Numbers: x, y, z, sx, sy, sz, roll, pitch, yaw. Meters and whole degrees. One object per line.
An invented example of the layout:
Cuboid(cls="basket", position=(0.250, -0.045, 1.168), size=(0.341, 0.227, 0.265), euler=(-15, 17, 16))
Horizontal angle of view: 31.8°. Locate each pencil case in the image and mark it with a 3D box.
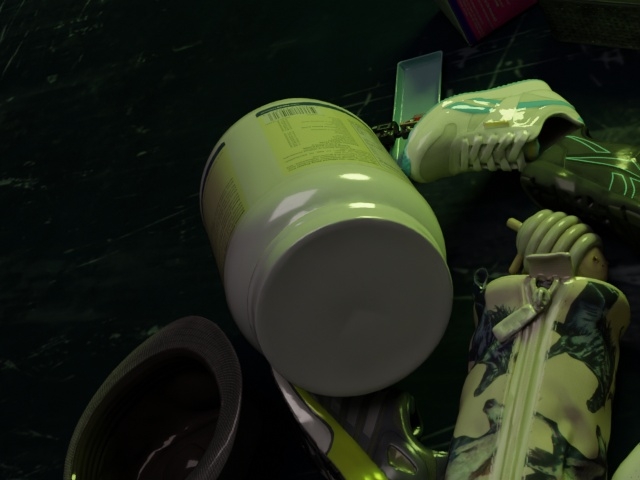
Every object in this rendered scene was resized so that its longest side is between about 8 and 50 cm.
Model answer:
Cuboid(cls="pencil case", position=(0.183, 0.221, 1.023), size=(0.160, 0.183, 0.410), euler=(-3, 56, 31))

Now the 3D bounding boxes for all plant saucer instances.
Cuboid(cls="plant saucer", position=(0.128, -0.167, 1.472), size=(0.067, 0.018, 0.192), euler=(-12, 51, 26))

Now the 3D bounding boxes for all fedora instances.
Cuboid(cls="fedora", position=(-0.160, 0.234, 1.273), size=(0.275, 0.124, 0.244), euler=(-49, 43, 2))

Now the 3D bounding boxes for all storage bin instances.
Cuboid(cls="storage bin", position=(0.370, -0.311, 1.379), size=(0.180, 0.084, 0.122), euler=(16, 67, 39))

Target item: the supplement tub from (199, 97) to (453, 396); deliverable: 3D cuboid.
Cuboid(cls="supplement tub", position=(0.000, 0.000, 1.222), size=(0.235, 0.235, 0.325), euler=(-35, 28, 5))

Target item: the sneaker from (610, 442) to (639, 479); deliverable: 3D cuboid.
Cuboid(cls="sneaker", position=(0.360, 0.150, 0.988), size=(0.270, 0.145, 0.090), euler=(-29, 46, 11))

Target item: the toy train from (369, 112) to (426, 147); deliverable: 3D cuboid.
Cuboid(cls="toy train", position=(0.128, -0.144, 1.425), size=(0.158, 0.027, 0.036), euler=(-8, 42, 28))

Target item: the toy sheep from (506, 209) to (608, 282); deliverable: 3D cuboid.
Cuboid(cls="toy sheep", position=(0.252, 0.011, 1.208), size=(0.132, 0.091, 0.091), euler=(32, 77, 30))

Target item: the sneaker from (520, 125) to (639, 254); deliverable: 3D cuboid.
Cuboid(cls="sneaker", position=(0.336, -0.050, 1.191), size=(0.106, 0.101, 0.267), euler=(-46, 47, -12))

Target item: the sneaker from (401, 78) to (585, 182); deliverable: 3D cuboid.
Cuboid(cls="sneaker", position=(0.199, -0.119, 1.294), size=(0.228, 0.087, 0.092), euler=(-22, 44, -20))

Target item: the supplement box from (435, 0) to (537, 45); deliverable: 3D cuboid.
Cuboid(cls="supplement box", position=(0.252, -0.381, 1.491), size=(0.220, 0.114, 0.111), euler=(-32, 44, 5))

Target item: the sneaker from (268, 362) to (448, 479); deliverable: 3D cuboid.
Cuboid(cls="sneaker", position=(0.040, 0.196, 1.206), size=(0.121, 0.111, 0.300), euler=(-27, 43, -14))
